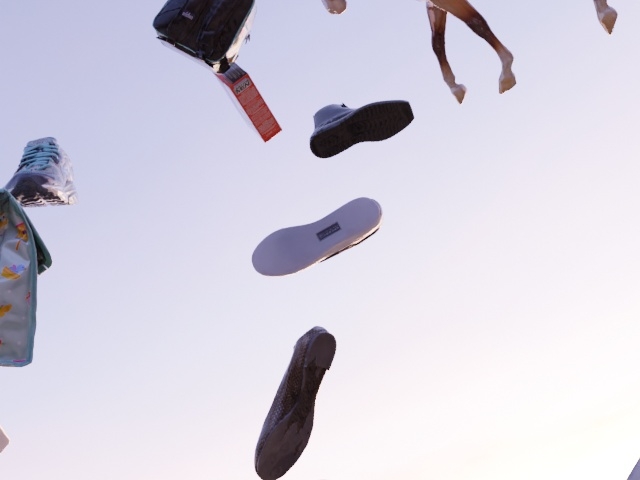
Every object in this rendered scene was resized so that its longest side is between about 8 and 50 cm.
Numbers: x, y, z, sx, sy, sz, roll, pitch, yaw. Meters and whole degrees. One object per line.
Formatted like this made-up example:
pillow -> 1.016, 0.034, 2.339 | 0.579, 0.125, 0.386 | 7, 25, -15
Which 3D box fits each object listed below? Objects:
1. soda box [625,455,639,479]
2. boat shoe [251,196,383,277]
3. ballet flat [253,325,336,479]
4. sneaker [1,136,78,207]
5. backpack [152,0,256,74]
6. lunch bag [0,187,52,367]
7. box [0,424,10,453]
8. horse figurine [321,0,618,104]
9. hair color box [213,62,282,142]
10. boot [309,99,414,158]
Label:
soda box -> 0.521, 0.226, 0.907 | 0.091, 0.098, 0.286 | 11, -72, -42
boat shoe -> 0.000, 0.000, 1.139 | 0.228, 0.080, 0.076 | -29, -20, 7
ballet flat -> -0.045, 0.250, 1.084 | 0.084, 0.058, 0.249 | 21, -93, -39
sneaker -> -0.489, -0.118, 1.200 | 0.110, 0.122, 0.283 | -4, 5, -13
backpack -> -0.213, -0.440, 1.370 | 0.188, 0.166, 0.144 | -62, -4, 1
lunch bag -> -0.515, 0.064, 1.077 | 0.160, 0.262, 0.223 | 7, -14, -29
box -> -0.567, 0.284, 0.951 | 0.182, 0.181, 0.119 | -56, -17, -35
horse figurine -> 0.118, -0.194, 0.455 | 0.263, 0.174, 0.066 | -23, 21, 45
hair color box -> -0.155, -0.296, 1.481 | 0.053, 0.093, 0.167 | -38, -44, -5
boot -> 0.070, -0.238, 1.312 | 0.198, 0.137, 0.077 | -16, -57, 9
